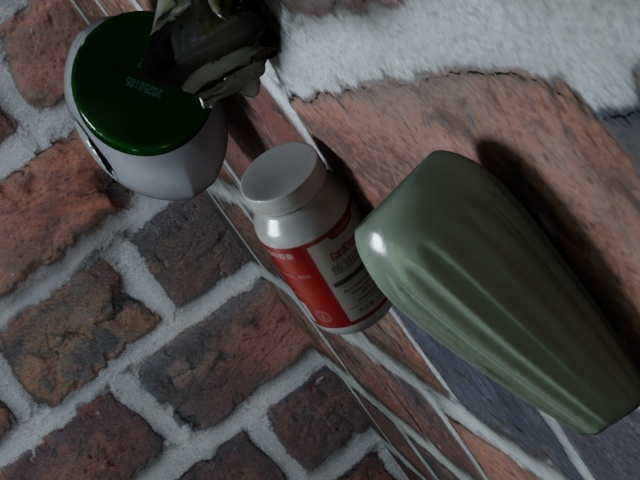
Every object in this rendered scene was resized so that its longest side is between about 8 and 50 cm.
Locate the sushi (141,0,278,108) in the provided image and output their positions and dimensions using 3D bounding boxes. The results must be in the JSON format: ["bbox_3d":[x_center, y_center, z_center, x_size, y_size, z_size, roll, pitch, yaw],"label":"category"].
[{"bbox_3d":[-0.118,-0.233,1.307,0.109,0.134,0.273,65,-171,8],"label":"sushi"}]

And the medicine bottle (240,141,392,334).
[{"bbox_3d":[0.000,0.000,1.515,0.131,0.131,0.250,44,168,51],"label":"medicine bottle"}]

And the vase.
[{"bbox_3d":[0.145,0.047,0.924,0.248,0.128,0.128,45,172,0],"label":"vase"}]

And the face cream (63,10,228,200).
[{"bbox_3d":[-0.273,-0.209,1.869,0.312,0.219,0.357,54,169,2],"label":"face cream"}]

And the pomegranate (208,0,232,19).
[{"bbox_3d":[-0.117,-0.274,1.001,0.152,0.131,0.191,42,175,42],"label":"pomegranate"}]
